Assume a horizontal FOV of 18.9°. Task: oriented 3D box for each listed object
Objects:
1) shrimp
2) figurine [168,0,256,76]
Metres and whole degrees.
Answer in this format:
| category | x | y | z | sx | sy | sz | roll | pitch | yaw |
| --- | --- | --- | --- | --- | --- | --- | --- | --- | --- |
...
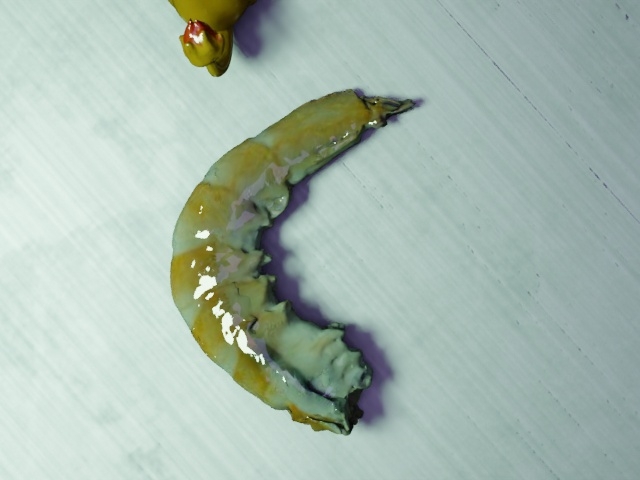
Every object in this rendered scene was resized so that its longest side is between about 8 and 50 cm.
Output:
| category | x | y | z | sx | sy | sz | roll | pitch | yaw |
| --- | --- | --- | --- | --- | --- | --- | --- | --- | --- |
| shrimp | -0.033 | 0.009 | 1.607 | 0.185 | 0.068 | 0.287 | 10 | 82 | 1 |
| figurine | -0.096 | -0.200 | 1.540 | 0.121 | 0.176 | 0.122 | -4 | 74 | 7 |
